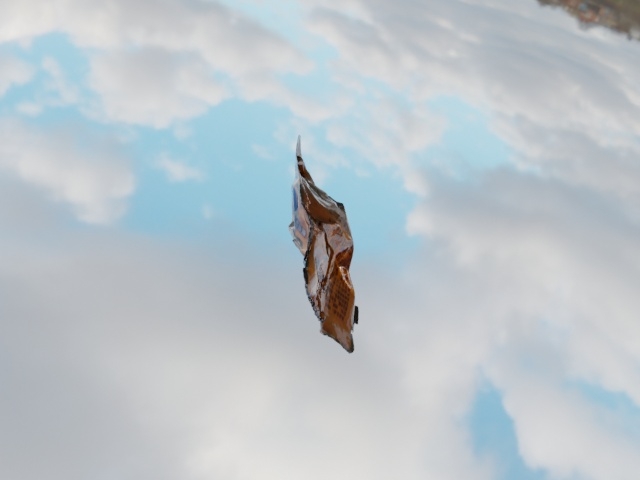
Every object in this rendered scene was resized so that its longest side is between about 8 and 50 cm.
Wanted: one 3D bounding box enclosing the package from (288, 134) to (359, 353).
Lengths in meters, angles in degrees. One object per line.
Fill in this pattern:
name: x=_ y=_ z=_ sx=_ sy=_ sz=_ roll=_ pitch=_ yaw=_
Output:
package: x=0.001 y=-0.001 z=0.417 sx=0.033 sy=0.077 sz=0.110 roll=-8 pitch=-132 yaw=-5
